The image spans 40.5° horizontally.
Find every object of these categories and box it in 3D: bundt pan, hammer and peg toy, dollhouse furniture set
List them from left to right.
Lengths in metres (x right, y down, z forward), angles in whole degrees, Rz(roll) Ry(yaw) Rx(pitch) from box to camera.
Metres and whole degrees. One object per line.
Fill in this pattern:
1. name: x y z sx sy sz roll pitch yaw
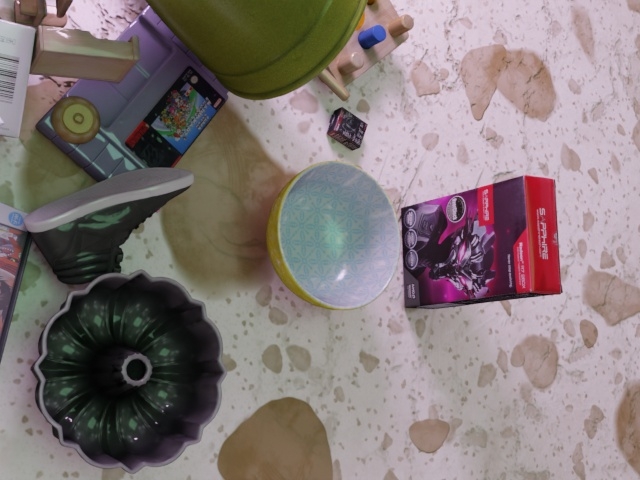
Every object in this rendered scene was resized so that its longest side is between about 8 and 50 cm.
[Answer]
1. dollhouse furniture set: -0.405 -0.401 1.450 0.161 0.212 0.241 0 77 -32
2. bundt pan: -0.330 0.219 1.457 0.331 0.124 0.330 7 77 -33
3. hammer and peg toy: 0.021 -0.449 1.821 0.361 0.127 0.265 -43 108 -32

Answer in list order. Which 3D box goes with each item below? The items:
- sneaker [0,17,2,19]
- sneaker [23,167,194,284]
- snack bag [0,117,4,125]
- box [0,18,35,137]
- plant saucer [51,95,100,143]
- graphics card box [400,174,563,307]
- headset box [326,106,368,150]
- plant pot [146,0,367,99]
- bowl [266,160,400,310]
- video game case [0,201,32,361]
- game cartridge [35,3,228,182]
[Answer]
1. sneaker: -0.570 -0.434 1.446 0.078 0.067 0.188 -25 93 -29
2. sneaker: -0.343 -0.023 1.485 0.296 0.105 0.146 -24 120 -25
3. snack bag: -0.682 -0.240 1.246 0.343 0.037 0.323 -26 96 -1
4. box: -0.563 -0.266 1.362 0.182 0.119 0.180 8 94 -33
5. plant saucer: -0.415 -0.206 1.479 0.084 0.015 0.083 2 86 -30
6. graphics card box: 0.320 0.014 1.792 0.094 0.371 0.232 4 80 -34
7. headset box: 0.054 -0.242 1.863 0.083 0.032 0.062 29 66 -26
8. plant pot: -0.160 -0.476 1.439 0.353 0.367 0.366 29 64 -50
9. bowl: 0.000 0.000 1.704 0.290 0.156 0.289 7 77 -33
10. video game case: -0.580 0.035 1.320 0.248 0.035 0.274 26 51 -32
11. game cartridge: -0.320 -0.256 1.594 0.230 0.068 0.355 42 61 -17
